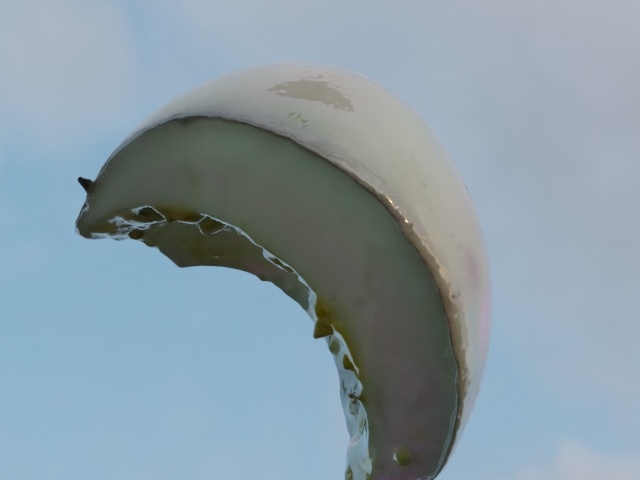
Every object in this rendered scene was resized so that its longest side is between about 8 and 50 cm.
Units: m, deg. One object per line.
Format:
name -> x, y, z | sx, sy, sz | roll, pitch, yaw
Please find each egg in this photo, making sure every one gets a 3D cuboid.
egg -> 0.011, -0.009, 1.095 | 0.271, 0.162, 0.206 | 36, -48, 9
